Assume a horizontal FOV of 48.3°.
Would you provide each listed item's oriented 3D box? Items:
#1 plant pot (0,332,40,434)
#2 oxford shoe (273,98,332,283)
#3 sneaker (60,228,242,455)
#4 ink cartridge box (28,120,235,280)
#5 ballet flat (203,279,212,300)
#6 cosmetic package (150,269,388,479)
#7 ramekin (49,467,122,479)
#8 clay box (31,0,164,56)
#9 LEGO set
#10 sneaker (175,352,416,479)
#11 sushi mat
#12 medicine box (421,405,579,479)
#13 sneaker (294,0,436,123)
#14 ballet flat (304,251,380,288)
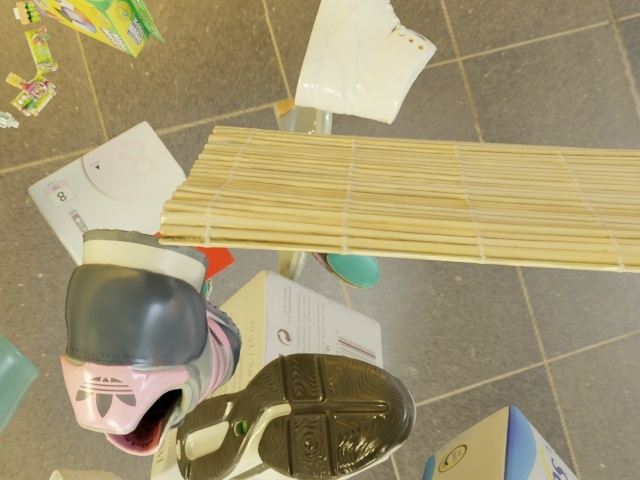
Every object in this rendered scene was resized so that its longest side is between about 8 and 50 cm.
[{"bbox_3d":[-0.764,0.320,1.543,0.271,0.271,0.255,45,66,-4],"label":"plant pot"},{"bbox_3d":[-0.064,-0.096,1.493,0.130,0.169,0.450,6,117,-4],"label":"oxford shoe"},{"bbox_3d":[-0.131,0.103,0.561,0.112,0.319,0.131,6,69,4],"label":"sneaker"},{"bbox_3d":[-0.256,-0.023,0.986,0.189,0.066,0.232,-35,80,-18],"label":"ink cartridge box"},{"bbox_3d":[-0.440,0.023,1.742,0.147,0.147,0.409,-46,103,-9],"label":"ballet flat"},{"bbox_3d":[-0.107,0.338,1.524,0.327,0.393,0.330,27,41,-29],"label":"cosmetic package"},{"bbox_3d":[-0.397,0.492,1.212,0.109,0.207,0.207,5,86,-30],"label":"ramekin"},{"bbox_3d":[-0.355,-0.360,1.089,0.222,0.127,0.053,27,78,13],"label":"clay box"},{"bbox_3d":[-0.634,-0.378,1.573,0.132,0.107,0.287,16,98,-36],"label":"LEGO set"},{"bbox_3d":[0.008,0.274,1.071,0.257,0.447,0.169,14,63,-43],"label":"sneaker"},{"bbox_3d":[0.084,-0.028,0.400,0.316,0.151,0.019,3,117,1],"label":"sushi mat"},{"bbox_3d":[0.239,0.377,0.774,0.149,0.263,0.289,-40,91,21],"label":"medicine box"},{"bbox_3d":[0.081,-0.302,0.981,0.169,0.108,0.293,15,83,1],"label":"sneaker"},{"bbox_3d":[0.000,0.000,1.096,0.221,0.079,0.077,35,77,-30],"label":"ballet flat"}]
